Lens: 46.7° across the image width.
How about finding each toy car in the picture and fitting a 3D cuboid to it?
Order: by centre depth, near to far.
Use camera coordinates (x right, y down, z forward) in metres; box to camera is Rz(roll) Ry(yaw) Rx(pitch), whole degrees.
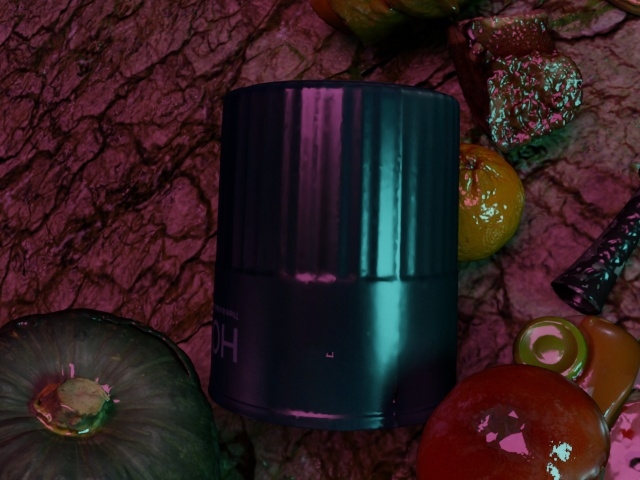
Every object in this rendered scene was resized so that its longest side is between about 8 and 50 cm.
[{"bbox_3d":[0.267,0.188,0.649,0.235,0.145,0.235,-10,61,18],"label":"toy car"}]

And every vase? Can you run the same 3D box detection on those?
[{"bbox_3d":[0.314,-0.002,0.778,0.059,0.059,0.167,35,81,29],"label":"vase"}]

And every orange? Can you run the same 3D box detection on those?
[{"bbox_3d":[0.156,-0.046,0.820,0.135,0.118,0.136,-13,40,11],"label":"orange"}]

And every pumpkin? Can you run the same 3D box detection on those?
[{"bbox_3d":[-0.228,0.218,0.647,0.258,0.291,0.328,-64,38,37],"label":"pumpkin"}]

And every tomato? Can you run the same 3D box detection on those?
[{"bbox_3d":[0.142,0.163,0.572,0.139,0.091,0.159,31,81,36],"label":"tomato"}]

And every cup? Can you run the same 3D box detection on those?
[{"bbox_3d":[0.018,0.001,0.745,0.242,0.308,0.292,2,96,5],"label":"cup"}]

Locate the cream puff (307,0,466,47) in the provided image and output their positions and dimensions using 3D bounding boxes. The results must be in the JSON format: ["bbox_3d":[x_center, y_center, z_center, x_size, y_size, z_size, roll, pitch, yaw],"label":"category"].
[{"bbox_3d":[0.105,-0.355,0.942,0.268,0.155,0.241,-16,25,22],"label":"cream puff"}]

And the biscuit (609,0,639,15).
[{"bbox_3d":[0.456,-0.404,0.929,0.202,0.044,0.289,29,80,29],"label":"biscuit"}]

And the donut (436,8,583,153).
[{"bbox_3d":[0.223,-0.202,0.880,0.126,0.144,0.187,-14,21,6],"label":"donut"}]
